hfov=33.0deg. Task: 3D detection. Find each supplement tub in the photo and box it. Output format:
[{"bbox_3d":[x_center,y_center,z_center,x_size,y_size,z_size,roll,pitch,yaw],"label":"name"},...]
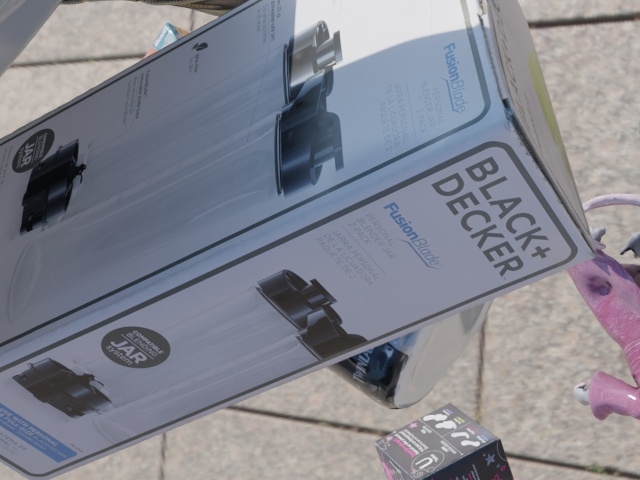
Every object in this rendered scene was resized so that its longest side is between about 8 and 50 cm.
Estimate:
[{"bbox_3d":[0.000,0.000,1.095,0.338,0.207,0.207,33,107,21],"label":"supplement tub"}]

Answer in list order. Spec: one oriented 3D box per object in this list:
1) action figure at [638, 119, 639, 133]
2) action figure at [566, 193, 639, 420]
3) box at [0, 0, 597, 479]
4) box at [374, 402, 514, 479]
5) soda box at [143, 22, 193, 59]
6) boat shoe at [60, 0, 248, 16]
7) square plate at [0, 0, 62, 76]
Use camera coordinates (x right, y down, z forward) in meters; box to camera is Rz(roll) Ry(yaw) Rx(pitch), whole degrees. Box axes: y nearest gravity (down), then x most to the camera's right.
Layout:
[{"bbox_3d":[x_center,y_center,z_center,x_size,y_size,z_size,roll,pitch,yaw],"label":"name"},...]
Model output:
[{"bbox_3d":[0.384,-0.033,1.028,0.063,0.137,0.232,-42,89,22],"label":"action figure"},{"bbox_3d":[0.479,0.144,1.472,0.248,0.276,0.370,-10,61,-1],"label":"action figure"},{"bbox_3d":[-0.038,-0.019,0.494,0.289,0.087,0.169,-26,41,20],"label":"box"},{"bbox_3d":[0.200,0.394,1.580,0.163,0.142,0.247,28,140,67],"label":"box"},{"bbox_3d":[-0.146,-0.095,0.942,0.183,0.063,0.058,-52,49,24],"label":"soda box"},{"bbox_3d":[-0.172,-0.212,0.674,0.355,0.130,0.132,4,99,12],"label":"boat shoe"},{"bbox_3d":[-0.237,-0.007,0.460,0.049,0.344,0.347,43,127,-15],"label":"square plate"}]
